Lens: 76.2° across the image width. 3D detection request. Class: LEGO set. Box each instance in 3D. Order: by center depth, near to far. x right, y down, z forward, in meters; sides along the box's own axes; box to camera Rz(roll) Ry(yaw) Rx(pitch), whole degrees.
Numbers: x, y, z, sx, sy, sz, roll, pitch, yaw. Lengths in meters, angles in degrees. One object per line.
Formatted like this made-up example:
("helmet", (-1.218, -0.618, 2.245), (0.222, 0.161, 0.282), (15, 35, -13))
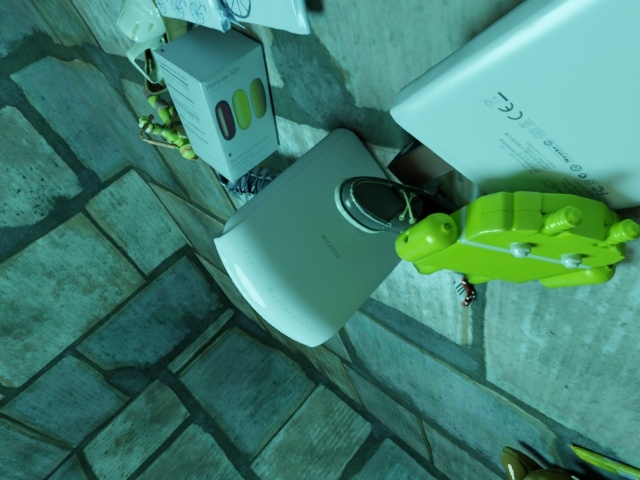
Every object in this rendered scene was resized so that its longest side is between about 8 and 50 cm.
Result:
("LEGO set", (0.159, -0.083, 0.639), (0.083, 0.023, 0.054), (15, 159, 26))

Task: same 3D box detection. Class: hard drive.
("hard drive", (0.246, -0.110, 0.315), (0.233, 0.047, 0.353), (32, 163, -19))

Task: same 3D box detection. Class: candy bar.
("candy bar", (0.580, 0.449, 0.816), (0.040, 0.018, 0.161), (48, 158, -15))

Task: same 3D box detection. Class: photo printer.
("photo printer", (0.000, 0.000, 0.679), (0.256, 0.307, 0.107), (53, 157, -16))

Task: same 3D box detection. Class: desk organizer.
("desk organizer", (0.150, -0.116, 0.560), (0.050, 0.047, 0.130), (44, 160, -10))

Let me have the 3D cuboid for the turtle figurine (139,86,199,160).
("turtle figurine", (-0.336, -0.273, 0.994), (0.087, 0.270, 0.217), (-40, 67, 34))

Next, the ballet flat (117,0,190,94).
("ballet flat", (-0.326, -0.403, 0.799), (0.116, 0.124, 0.342), (46, 158, 0))

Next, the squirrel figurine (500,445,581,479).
("squirrel figurine", (0.605, 0.618, 0.829), (0.397, 0.281, 0.370), (27, 145, 7))

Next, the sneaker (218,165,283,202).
("sneaker", (-0.136, -0.114, 0.900), (0.121, 0.110, 0.300), (8, -174, -35))

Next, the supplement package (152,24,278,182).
("supplement package", (-0.186, -0.258, 0.782), (0.134, 0.139, 0.244), (38, 157, 22))

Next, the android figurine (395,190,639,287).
("android figurine", (0.226, 0.010, 0.491), (0.249, 0.056, 0.273), (12, 165, -12))

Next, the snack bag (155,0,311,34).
("snack bag", (-0.168, -0.419, 0.505), (0.343, 0.037, 0.323), (27, 154, 27))

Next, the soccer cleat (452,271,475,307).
("soccer cleat", (0.260, 0.089, 0.748), (0.036, 0.029, 0.083), (34, 154, 47))

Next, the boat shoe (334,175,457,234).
("boat shoe", (0.123, -0.044, 0.587), (0.228, 0.081, 0.069), (15, 166, -37))
